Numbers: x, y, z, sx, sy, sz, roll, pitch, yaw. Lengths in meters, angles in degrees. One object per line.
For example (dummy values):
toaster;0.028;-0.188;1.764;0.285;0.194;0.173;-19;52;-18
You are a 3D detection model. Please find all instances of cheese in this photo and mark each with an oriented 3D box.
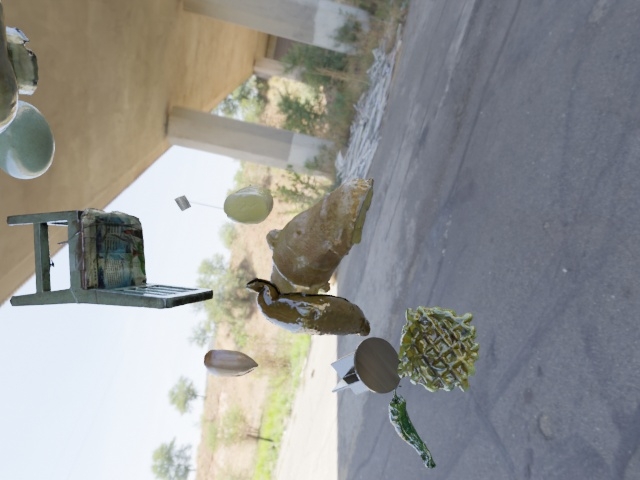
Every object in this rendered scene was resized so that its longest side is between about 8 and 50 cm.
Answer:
cheese;-0.194;-0.101;1.142;0.167;0.123;0.093;-89;9;-78

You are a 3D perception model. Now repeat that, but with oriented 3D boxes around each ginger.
ginger;0.000;0.000;0.897;0.354;0.190;0.126;-45;1;22

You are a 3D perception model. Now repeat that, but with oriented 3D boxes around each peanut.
peanut;-0.247;0.338;1.136;0.076;0.152;0.076;-171;90;-87

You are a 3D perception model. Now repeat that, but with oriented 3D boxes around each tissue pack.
tissue pack;-0.512;-0.140;1.538;0.056;0.023;0.108;61;180;-13

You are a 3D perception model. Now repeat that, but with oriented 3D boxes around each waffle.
waffle;0.310;0.284;1.086;0.054;0.204;0.223;46;-127;-62

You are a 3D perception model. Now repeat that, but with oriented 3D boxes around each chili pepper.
chili pepper;0.269;0.579;1.300;0.278;0.065;0.122;62;154;-3

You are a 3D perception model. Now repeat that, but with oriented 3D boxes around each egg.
egg;-0.905;-0.303;1.248;0.169;0.169;0.236;-91;8;-64

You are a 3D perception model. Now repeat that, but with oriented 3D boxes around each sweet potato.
sweet potato;-0.012;0.154;0.870;0.124;0.310;0.097;-169;96;-75

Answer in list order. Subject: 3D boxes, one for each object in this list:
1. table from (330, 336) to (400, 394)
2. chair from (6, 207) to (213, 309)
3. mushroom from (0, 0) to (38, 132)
table;0.126;0.421;1.317;0.226;0.167;0.167;-46;29;51
chair;-0.317;0.025;0.634;0.136;0.271;0.147;5;-97;-75
mushroom;-0.680;-0.351;0.742;0.260;0.352;0.352;-21;-48;-53
